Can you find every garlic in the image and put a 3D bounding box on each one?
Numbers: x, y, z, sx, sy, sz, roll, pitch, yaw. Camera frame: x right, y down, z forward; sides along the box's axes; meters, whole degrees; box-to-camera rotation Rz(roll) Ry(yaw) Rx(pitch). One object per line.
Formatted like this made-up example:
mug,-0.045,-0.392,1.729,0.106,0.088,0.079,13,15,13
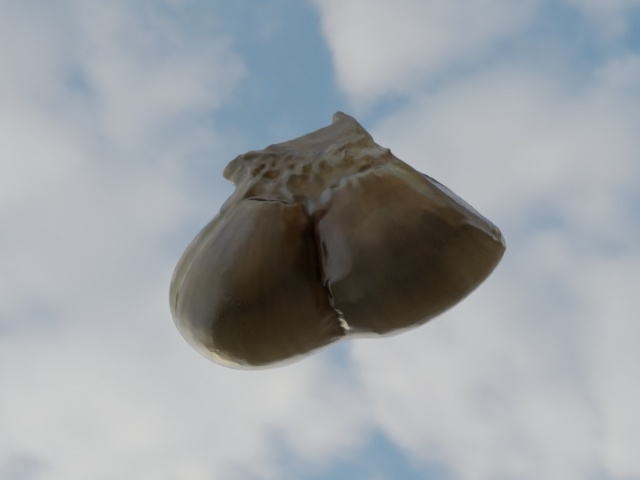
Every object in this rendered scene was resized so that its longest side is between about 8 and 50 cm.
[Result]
garlic,0.005,0.012,0.878,0.174,0.124,0.099,-25,-51,-1
